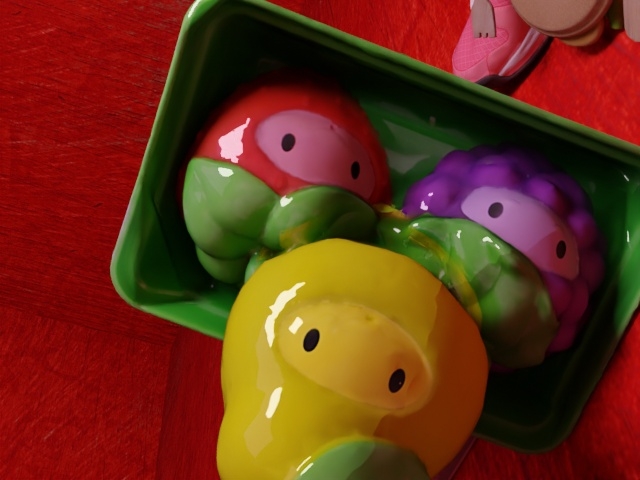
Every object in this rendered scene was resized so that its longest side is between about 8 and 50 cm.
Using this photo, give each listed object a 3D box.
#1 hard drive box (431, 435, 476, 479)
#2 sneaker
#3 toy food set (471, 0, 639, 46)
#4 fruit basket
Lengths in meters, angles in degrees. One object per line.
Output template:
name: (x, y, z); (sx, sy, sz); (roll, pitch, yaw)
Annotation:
hard drive box: (0.053, 0.199, 0.902); (0.181, 0.089, 0.232); (-104, 33, -54)
sneaker: (0.184, -0.289, 0.861); (0.116, 0.136, 0.314); (-88, 20, -47)
toy food set: (0.209, -0.233, 0.764); (0.192, 0.038, 0.132); (19, 123, 51)
fruit basket: (0.038, 0.020, 0.612); (0.392, 0.392, 0.283); (-110, 38, -67)
